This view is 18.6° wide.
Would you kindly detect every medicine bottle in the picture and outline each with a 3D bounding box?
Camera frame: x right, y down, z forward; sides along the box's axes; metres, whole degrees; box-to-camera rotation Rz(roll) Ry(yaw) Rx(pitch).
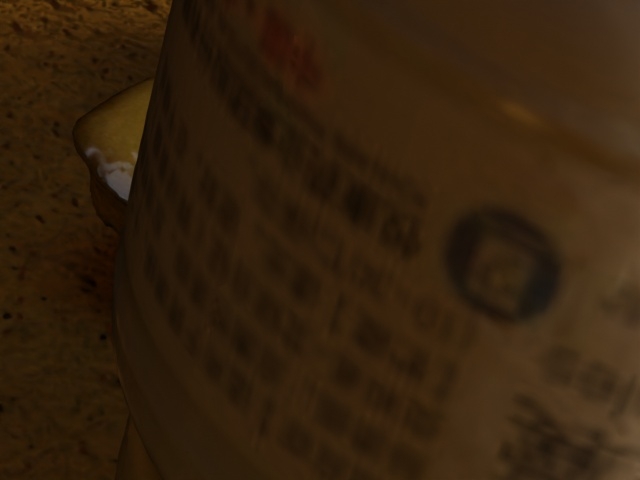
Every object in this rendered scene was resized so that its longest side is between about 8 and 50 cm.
[{"bbox_3d":[0.070,0.023,0.481,0.245,0.306,0.245,11,33,-8],"label":"medicine bottle"}]

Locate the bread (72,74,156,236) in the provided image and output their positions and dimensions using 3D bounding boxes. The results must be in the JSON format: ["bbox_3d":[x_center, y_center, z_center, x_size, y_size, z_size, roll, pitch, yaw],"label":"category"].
[{"bbox_3d":[0.000,0.000,0.722,0.187,0.065,0.149,-14,53,-43],"label":"bread"}]
